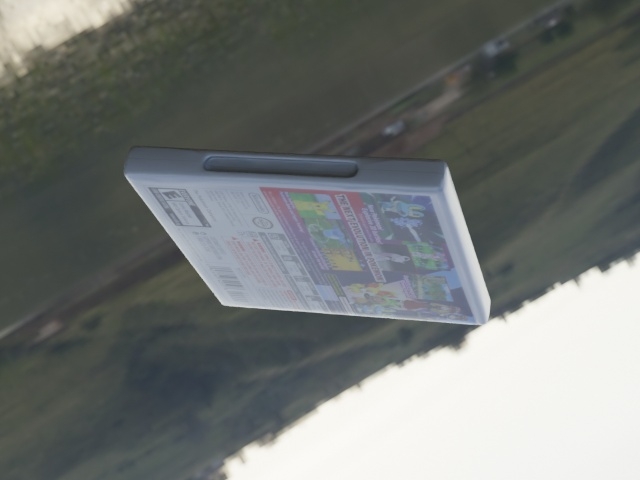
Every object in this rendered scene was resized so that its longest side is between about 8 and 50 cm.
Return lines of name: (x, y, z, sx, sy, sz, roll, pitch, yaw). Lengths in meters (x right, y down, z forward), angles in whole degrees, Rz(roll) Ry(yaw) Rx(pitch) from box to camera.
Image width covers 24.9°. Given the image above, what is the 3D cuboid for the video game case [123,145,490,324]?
video game case: (0.000, 0.000, 0.875, 0.183, 0.023, 0.201, 4, 156, 15)
